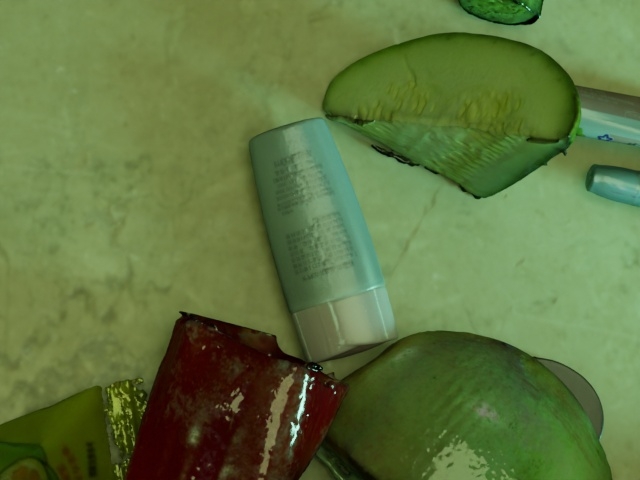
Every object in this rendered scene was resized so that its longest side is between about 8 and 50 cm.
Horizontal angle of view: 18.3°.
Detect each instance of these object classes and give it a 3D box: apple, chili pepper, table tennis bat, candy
[{"bbox_3d":[0.134,0.180,1.628,0.193,0.120,0.265,-45,94,-8],"label":"apple"},{"bbox_3d":[-0.084,0.188,1.581,0.144,0.136,0.253,25,78,-17],"label":"chili pepper"},{"bbox_3d":[0.169,0.139,1.696,0.158,0.014,0.095,26,81,-9],"label":"table tennis bat"},{"bbox_3d":[-0.263,0.221,1.573,0.297,0.081,0.187,-7,84,-26],"label":"candy"}]

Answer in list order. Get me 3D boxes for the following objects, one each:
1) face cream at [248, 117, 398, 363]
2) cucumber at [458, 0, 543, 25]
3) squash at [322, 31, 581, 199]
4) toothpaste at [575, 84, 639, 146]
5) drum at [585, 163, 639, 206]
[{"bbox_3d":[0.000,0.000,1.660,0.084,0.057,0.198,-16,88,4],"label":"face cream"},{"bbox_3d":[0.173,-0.296,1.734,0.078,0.062,0.211,28,69,-40],"label":"cucumber"},{"bbox_3d":[0.111,-0.125,1.597,0.169,0.252,0.093,26,77,-6],"label":"squash"},{"bbox_3d":[0.257,-0.107,1.729,0.194,0.043,0.067,10,43,-9],"label":"toothpaste"},{"bbox_3d":[0.365,-0.043,1.737,0.253,0.049,0.130,28,79,-6],"label":"drum"}]
